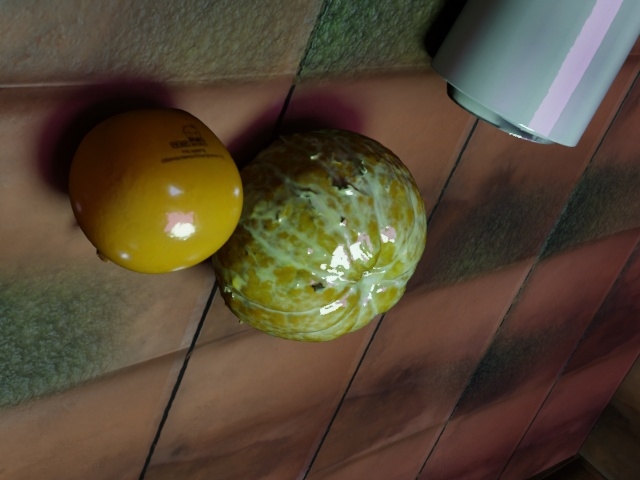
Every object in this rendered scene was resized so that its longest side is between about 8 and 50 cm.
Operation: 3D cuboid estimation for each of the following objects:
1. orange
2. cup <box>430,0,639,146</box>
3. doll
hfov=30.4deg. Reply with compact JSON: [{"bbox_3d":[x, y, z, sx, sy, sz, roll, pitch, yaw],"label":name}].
[{"bbox_3d":[0.000,0.000,1.682,0.329,0.249,0.329,-25,137,-26],"label":"orange"},{"bbox_3d":[0.352,-0.338,1.739,0.253,0.253,0.371,5,120,-54],"label":"cup"},{"bbox_3d":[-0.211,-0.038,1.430,0.213,0.213,0.236,-11,148,-46],"label":"doll"}]
